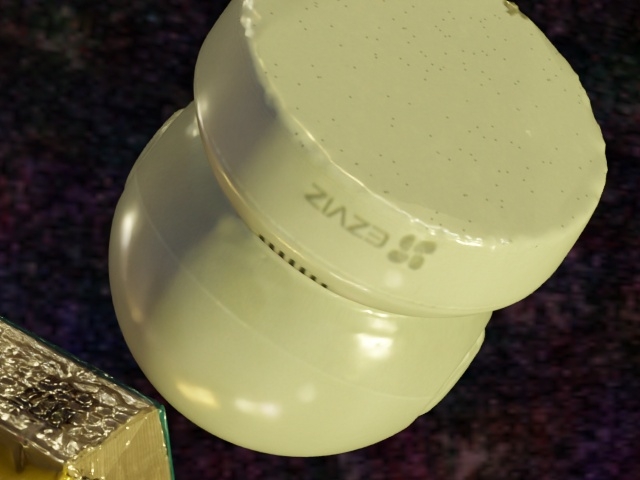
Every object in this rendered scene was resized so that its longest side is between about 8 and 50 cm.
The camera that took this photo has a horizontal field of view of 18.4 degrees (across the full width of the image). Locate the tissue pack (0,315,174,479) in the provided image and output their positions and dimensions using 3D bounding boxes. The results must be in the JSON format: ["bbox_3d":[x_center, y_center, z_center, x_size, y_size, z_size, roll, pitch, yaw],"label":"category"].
[{"bbox_3d":[-0.163,0.116,1.062,0.169,0.082,0.120,25,136,32],"label":"tissue pack"}]

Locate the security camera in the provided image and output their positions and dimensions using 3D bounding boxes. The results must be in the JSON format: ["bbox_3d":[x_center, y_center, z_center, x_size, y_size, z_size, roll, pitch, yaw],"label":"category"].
[{"bbox_3d":[0.000,0.000,0.926,0.194,0.194,0.236,58,137,25],"label":"security camera"}]
